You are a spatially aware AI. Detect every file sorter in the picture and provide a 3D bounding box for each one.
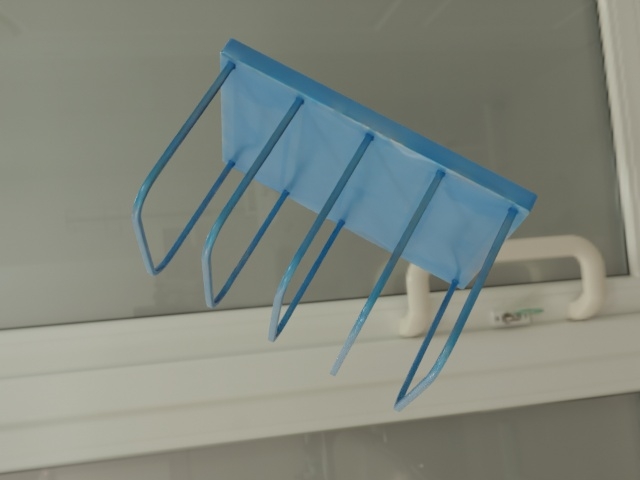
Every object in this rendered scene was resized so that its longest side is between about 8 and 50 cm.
[{"bbox_3d":[0.000,0.000,0.410,0.104,0.170,0.118,-59,-6,-23],"label":"file sorter"}]
